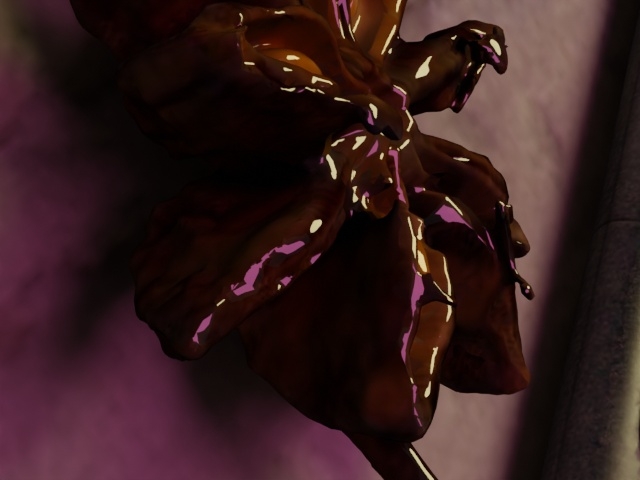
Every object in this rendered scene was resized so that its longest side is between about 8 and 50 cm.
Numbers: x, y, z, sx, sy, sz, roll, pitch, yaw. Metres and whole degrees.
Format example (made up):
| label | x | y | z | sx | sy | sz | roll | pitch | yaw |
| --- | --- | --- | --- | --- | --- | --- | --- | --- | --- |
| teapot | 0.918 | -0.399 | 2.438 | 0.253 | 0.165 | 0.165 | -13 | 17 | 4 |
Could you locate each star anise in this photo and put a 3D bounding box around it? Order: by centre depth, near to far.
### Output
| label | x | y | z | sx | sy | sz | roll | pitch | yaw |
| --- | --- | --- | --- | --- | --- | --- | --- | --- | --- |
| star anise | 0.002 | 0.001 | 0.458 | 0.177 | 0.073 | 0.234 | 38 | 33 | -40 |

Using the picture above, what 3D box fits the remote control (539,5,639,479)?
| label | x | y | z | sx | sy | sz | roll | pitch | yaw |
| --- | --- | --- | --- | --- | --- | --- | --- | --- | --- |
| remote control | 0.125 | 0.007 | 0.614 | 0.107 | 0.044 | 0.377 | 37 | 51 | -26 |
